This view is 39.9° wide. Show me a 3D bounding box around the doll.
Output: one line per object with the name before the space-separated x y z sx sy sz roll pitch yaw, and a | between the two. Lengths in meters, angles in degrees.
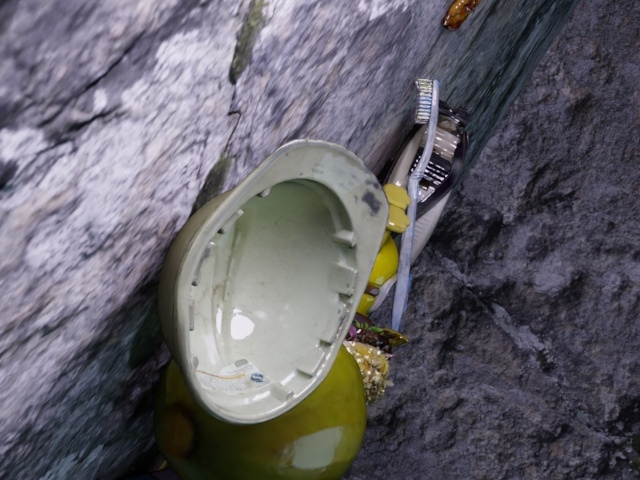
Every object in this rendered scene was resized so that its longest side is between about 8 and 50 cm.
doll | 0.026 0.074 1.376 0.363 0.145 0.199 -58 -169 34

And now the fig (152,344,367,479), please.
fig | -0.076 0.199 1.018 0.239 0.239 0.271 -60 160 18

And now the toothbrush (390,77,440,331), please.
toothbrush | 0.142 -0.044 1.370 0.035 0.042 0.413 -54 151 -81

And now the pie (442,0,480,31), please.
pie | 0.238 -0.379 1.286 0.191 0.033 0.088 -57 174 3

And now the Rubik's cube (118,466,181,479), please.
Rubik's cube | -0.128 0.490 1.214 0.287 0.292 0.293 3 103 -59

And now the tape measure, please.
tape measure | 0.146 -0.082 1.485 0.271 0.133 0.231 -60 -177 34

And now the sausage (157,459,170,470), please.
sausage | -0.242 0.401 1.329 0.371 0.082 0.082 -53 170 -22

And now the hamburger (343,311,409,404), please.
hamburger | -0.001 0.193 1.270 0.261 0.139 0.243 9 147 -34

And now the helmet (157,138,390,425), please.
helmet | -0.067 0.025 0.808 0.204 0.137 0.258 31 83 -42
